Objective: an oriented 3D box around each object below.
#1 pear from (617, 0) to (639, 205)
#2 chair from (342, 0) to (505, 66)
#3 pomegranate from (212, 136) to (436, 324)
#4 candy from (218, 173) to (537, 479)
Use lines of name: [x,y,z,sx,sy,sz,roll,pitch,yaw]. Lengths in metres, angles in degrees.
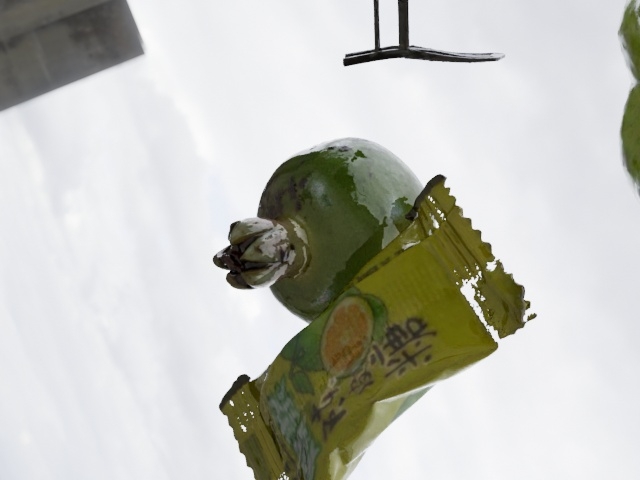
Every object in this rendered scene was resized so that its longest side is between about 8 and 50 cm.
pear: [0.421,-0.123,0.900,0.391,0.391,0.391,51,-23,32]
chair: [0.134,-0.282,1.475,0.084,0.212,0.102,-75,162,-75]
pomegranate: [0.008,0.010,1.039,0.179,0.210,0.179,30,-33,23]
candy: [0.030,0.098,0.909,0.081,0.297,0.187,24,24,-36]
